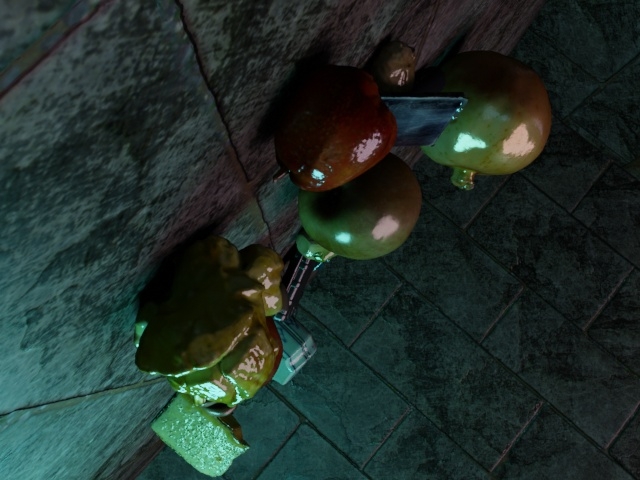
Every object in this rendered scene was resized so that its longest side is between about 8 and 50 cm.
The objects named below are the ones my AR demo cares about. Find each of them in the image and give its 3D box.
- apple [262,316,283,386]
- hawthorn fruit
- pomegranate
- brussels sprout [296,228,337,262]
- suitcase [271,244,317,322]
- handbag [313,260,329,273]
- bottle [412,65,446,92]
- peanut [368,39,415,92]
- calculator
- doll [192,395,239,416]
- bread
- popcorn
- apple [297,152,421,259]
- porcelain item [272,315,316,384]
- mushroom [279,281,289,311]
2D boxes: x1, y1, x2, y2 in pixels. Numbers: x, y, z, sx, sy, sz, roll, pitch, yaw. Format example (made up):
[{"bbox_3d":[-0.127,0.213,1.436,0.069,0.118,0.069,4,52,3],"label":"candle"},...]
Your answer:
[{"bbox_3d":[-0.206,0.245,1.355,0.234,0.234,0.234,-48,174,-7],"label":"apple"},{"bbox_3d":[0.016,-0.161,0.798,0.179,0.173,0.173,-21,-167,37],"label":"hawthorn fruit"},{"bbox_3d":[0.468,-0.345,1.656,0.411,0.411,0.411,-48,174,-7],"label":"pomegranate"},{"bbox_3d":[-0.001,-0.004,1.710,0.155,0.155,0.117,-32,127,-69],"label":"brussels sprout"},{"bbox_3d":[-0.080,0.128,1.891,0.285,0.066,0.206,-66,172,5],"label":"suitcase"},{"bbox_3d":[0.037,-0.001,1.997,0.221,0.057,0.144,-51,-154,26],"label":"handbag"},{"bbox_3d":[0.233,-0.360,1.405,0.082,0.072,0.244,-23,-164,50],"label":"bottle"},{"bbox_3d":[0.116,-0.279,1.053,0.099,0.099,0.214,-46,179,-29],"label":"peanut"},{"bbox_3d":[0.123,-0.219,1.039,0.262,0.021,0.161,-4,157,-17],"label":"calculator"},{"bbox_3d":[-0.289,0.341,1.602,0.339,0.209,0.317,126,-25,-52],"label":"doll"},{"bbox_3d":[-0.418,0.662,2.067,0.248,0.315,0.279,-48,-176,5],"label":"bread"},{"bbox_3d":[-0.174,0.128,0.926,0.276,0.276,0.225,-49,137,1],"label":"popcorn"},{"bbox_3d":[0.079,-0.086,1.200,0.256,0.257,0.234,-50,155,10],"label":"apple"},{"bbox_3d":[-0.167,0.369,2.078,0.157,0.281,0.285,-43,169,-33],"label":"porcelain item"},{"bbox_3d":[-0.161,0.172,1.712,0.188,0.141,0.117,113,-15,-82],"label":"mushroom"}]
